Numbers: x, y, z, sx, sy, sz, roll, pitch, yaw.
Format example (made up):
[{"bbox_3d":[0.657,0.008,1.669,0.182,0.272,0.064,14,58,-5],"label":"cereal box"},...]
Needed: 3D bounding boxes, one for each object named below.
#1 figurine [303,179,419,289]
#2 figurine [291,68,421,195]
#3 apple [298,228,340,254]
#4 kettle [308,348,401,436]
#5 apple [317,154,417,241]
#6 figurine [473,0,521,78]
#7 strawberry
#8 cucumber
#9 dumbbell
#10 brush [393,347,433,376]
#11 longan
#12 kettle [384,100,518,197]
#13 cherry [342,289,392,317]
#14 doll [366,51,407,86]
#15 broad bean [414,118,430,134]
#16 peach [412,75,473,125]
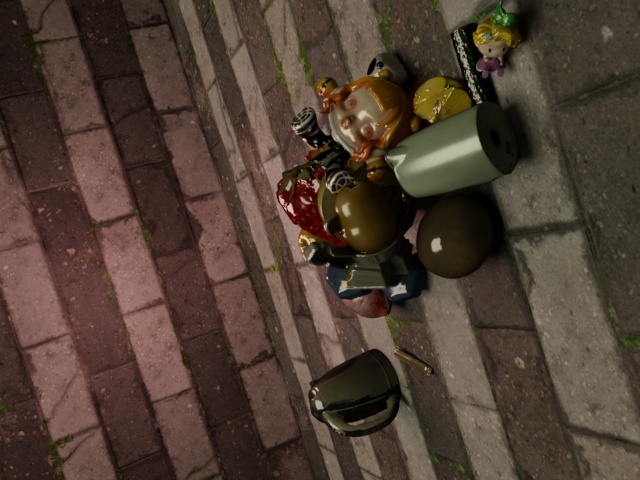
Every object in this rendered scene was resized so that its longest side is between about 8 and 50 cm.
[{"bbox_3d":[0.125,-0.025,1.570,0.167,0.342,0.285,15,143,40],"label":"figurine"},{"bbox_3d":[0.110,-0.299,1.629,0.320,0.323,0.196,62,-161,11],"label":"figurine"},{"bbox_3d":[0.000,0.000,2.354,0.182,0.155,0.182,49,148,47],"label":"apple"},{"bbox_3d":[0.124,0.589,2.294,0.321,0.324,0.228,46,146,46],"label":"kettle"},{"bbox_3d":[0.140,-0.116,1.791,0.254,0.292,0.292,56,167,-30],"label":"apple"},{"bbox_3d":[0.366,-0.437,1.307,0.156,0.094,0.115,75,-174,-58],"label":"figurine"},{"bbox_3d":[0.033,-0.110,2.084,0.317,0.295,0.345,-19,110,32],"label":"strawberry"},{"bbox_3d":[0.354,-0.383,1.420,0.058,0.052,0.215,-16,95,38],"label":"cucumber"},{"bbox_3d":[0.168,0.104,1.845,0.156,0.316,0.144,-24,68,40],"label":"dumbbell"},{"bbox_3d":[0.318,0.415,2.116,0.190,0.027,0.034,22,90,55],"label":"brush"},{"bbox_3d":[0.335,-0.006,1.562,0.196,0.196,0.220,51,139,39],"label":"longan"},{"bbox_3d":[0.315,-0.184,1.434,0.255,0.240,0.165,-20,57,43],"label":"kettle"},{"bbox_3d":[0.158,0.166,2.111,0.250,0.175,0.192,52,138,34],"label":"cherry"},{"bbox_3d":[0.168,-0.430,1.727,0.110,0.106,0.181,59,151,24],"label":"doll"},{"bbox_3d":[0.277,-0.261,1.635,0.114,0.084,0.165,61,151,9],"label":"broad bean"},{"bbox_3d":[0.305,-0.321,1.496,0.151,0.118,0.151,5,98,33],"label":"peach"}]
